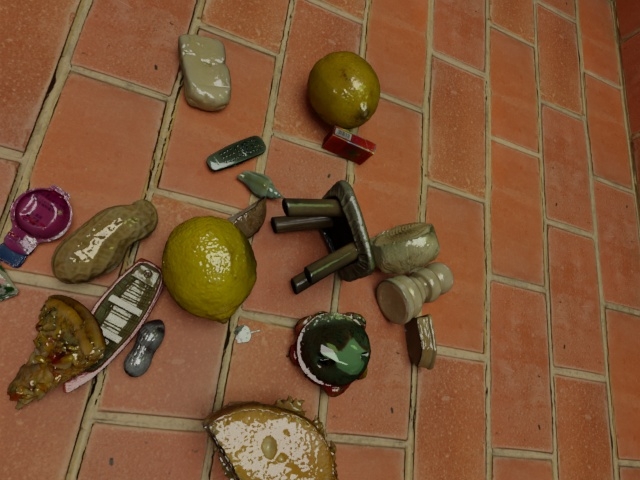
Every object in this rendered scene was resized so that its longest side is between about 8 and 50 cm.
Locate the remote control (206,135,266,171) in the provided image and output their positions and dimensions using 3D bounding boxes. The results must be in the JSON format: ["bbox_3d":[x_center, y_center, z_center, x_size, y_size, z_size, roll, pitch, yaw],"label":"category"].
[{"bbox_3d":[-0.285,-0.294,1.509,0.222,0.042,0.072,-31,89,-29],"label":"remote control"}]

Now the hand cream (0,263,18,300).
[{"bbox_3d":[-0.890,0.034,1.148,0.096,0.059,0.275,-26,91,-25],"label":"hand cream"}]

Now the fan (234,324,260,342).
[{"bbox_3d":[-0.228,0.289,1.387,0.084,0.004,0.055,-9,79,-25],"label":"fan"}]

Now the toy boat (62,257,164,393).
[{"bbox_3d":[-0.568,0.230,1.216,0.136,0.079,0.391,34,64,-14],"label":"toy boat"}]

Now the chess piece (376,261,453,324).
[{"bbox_3d":[0.363,0.172,1.600,0.300,0.167,0.166,-20,84,-31],"label":"chess piece"}]

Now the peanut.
[{"bbox_3d":[-0.592,-0.003,1.242,0.325,0.140,0.153,-42,112,-32],"label":"peanut"}]

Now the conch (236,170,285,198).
[{"bbox_3d":[-0.194,-0.190,1.505,0.180,0.065,0.088,30,67,-7],"label":"conch"}]

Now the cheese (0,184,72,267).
[{"bbox_3d":[-0.782,-0.042,1.211,0.155,0.062,0.244,33,79,-9],"label":"cheese"}]

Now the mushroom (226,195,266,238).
[{"bbox_3d":[-0.241,-0.059,1.442,0.210,0.072,0.094,-36,118,-27],"label":"mushroom"}]

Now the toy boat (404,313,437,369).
[{"bbox_3d":[0.352,0.359,1.559,0.061,0.116,0.188,1,72,-19],"label":"toy boat"}]

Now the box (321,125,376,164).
[{"bbox_3d":[0.105,-0.354,1.655,0.175,0.112,0.048,21,68,-18],"label":"box"}]

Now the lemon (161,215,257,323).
[{"bbox_3d":[-0.315,0.079,1.266,0.269,0.268,0.321,-19,78,-27],"label":"lemon"}]

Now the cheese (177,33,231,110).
[{"bbox_3d":[-0.394,-0.571,1.514,0.159,0.093,0.262,-7,80,-22],"label":"cheese"}]

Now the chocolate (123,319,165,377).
[{"bbox_3d":[-0.488,0.298,1.236,0.072,0.072,0.166,26,69,-15],"label":"chocolate"}]

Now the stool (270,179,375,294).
[{"bbox_3d":[0.000,0.000,1.414,0.226,0.310,0.310,-15,81,-17],"label":"stool"}]

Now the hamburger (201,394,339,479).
[{"bbox_3d":[-0.102,0.595,1.207,0.287,0.268,0.445,-33,86,-26],"label":"hamburger"}]

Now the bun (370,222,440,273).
[{"bbox_3d":[0.296,0.036,1.562,0.260,0.259,0.152,-27,105,-27],"label":"bun"}]

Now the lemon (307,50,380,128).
[{"bbox_3d":[0.087,-0.542,1.614,0.258,0.257,0.310,-15,58,-26],"label":"lemon"}]

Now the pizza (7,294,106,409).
[{"bbox_3d":[-0.686,0.259,1.126,0.288,0.074,0.251,-34,55,3],"label":"pizza"}]

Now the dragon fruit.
[{"bbox_3d":[0.046,0.354,1.425,0.295,0.130,0.268,31,61,-13],"label":"dragon fruit"}]
